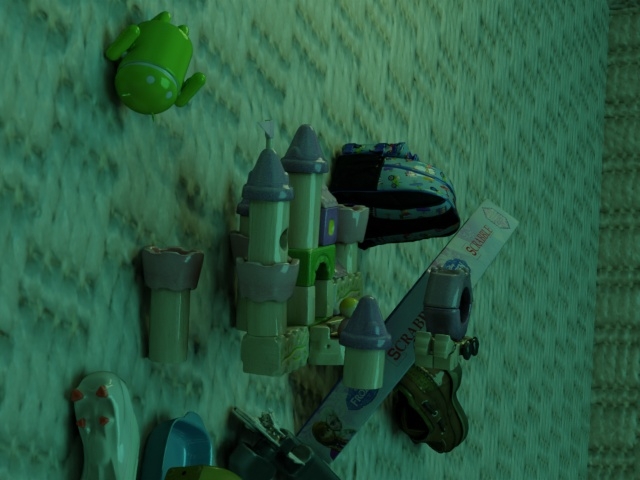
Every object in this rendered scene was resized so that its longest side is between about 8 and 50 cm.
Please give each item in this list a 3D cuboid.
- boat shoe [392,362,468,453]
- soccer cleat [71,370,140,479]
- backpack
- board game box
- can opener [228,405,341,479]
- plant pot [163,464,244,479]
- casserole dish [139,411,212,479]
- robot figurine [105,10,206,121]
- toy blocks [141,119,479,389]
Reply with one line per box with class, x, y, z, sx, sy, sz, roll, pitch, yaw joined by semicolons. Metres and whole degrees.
boat shoe;0.164;0.272;2.183;0.104;0.111;0.307;-44;148;-20
soccer cleat;-0.201;0.223;1.294;0.076;0.068;0.196;17;70;-71
backpack;0.117;-0.067;1.956;0.158;0.173;0.116;56;39;-53
board game box;0.125;0.118;1.863;0.318;0.066;0.318;-54;175;27
can opener;-0.047;0.282;1.696;0.093;0.074;0.280;-50;147;-6
plant pot;-0.123;0.272;1.376;0.083;0.081;0.081;54;39;-35
casserole dish;-0.159;0.275;1.433;0.114;0.037;0.188;44;48;-60
robot figurine;-0.170;-0.177;1.380;0.101;0.067;0.115;36;51;-30
toy blocks;0.000;0.000;1.473;0.288;0.309;0.260;-13;107;-68
